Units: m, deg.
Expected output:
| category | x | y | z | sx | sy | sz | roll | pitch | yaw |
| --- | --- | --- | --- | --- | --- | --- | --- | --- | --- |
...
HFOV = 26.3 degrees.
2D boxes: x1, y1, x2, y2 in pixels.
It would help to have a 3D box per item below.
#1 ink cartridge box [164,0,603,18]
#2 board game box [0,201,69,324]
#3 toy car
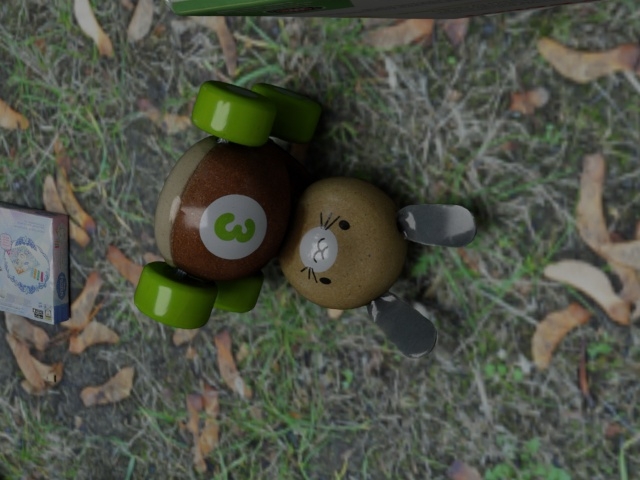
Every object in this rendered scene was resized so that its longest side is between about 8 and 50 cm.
| category | x | y | z | sx | sy | sz | roll | pitch | yaw |
| --- | --- | --- | --- | --- | --- | --- | --- | --- | --- |
| ink cartridge box | 0.082 | -0.179 | 0.695 | 0.201 | 0.278 | 0.117 | -1 | 97 | 36 |
| board game box | -0.247 | 0.017 | 1.137 | 0.090 | 0.020 | 0.090 | 11 | 107 | 34 |
| toy car | 0.000 | 0.000 | 0.890 | 0.188 | 0.149 | 0.155 | 23 | 103 | 18 |
